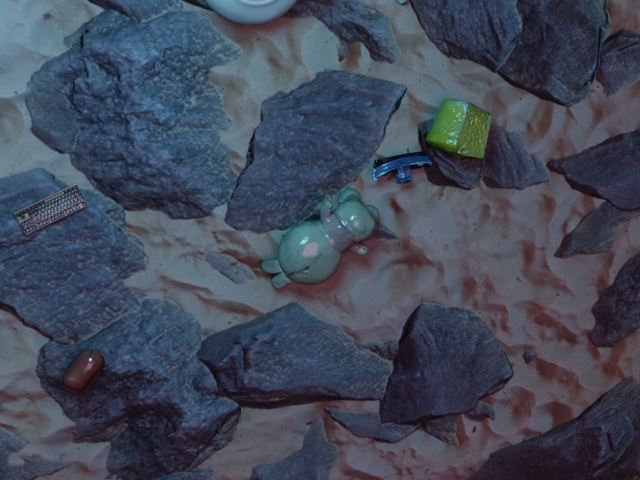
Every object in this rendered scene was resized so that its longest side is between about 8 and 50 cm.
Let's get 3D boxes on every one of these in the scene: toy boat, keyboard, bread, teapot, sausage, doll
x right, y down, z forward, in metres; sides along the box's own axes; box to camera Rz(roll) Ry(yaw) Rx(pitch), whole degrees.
[{"bbox_3d":[0.172,-0.151,1.894,0.137,0.060,0.061,-10,86,-20],"label":"toy boat"},{"bbox_3d":[-0.514,-0.060,1.701,0.129,0.015,0.049,-27,111,-11],"label":"keyboard"},{"bbox_3d":[0.291,-0.233,1.888,0.129,0.111,0.114,17,94,-46],"label":"bread"},{"bbox_3d":[-0.116,-0.502,1.660,0.299,0.166,0.208,15,92,-30],"label":"teapot"},{"bbox_3d":[-0.475,0.257,1.778,0.054,0.059,0.094,40,92,-5],"label":"sausage"},{"bbox_3d":[0.007,0.002,1.848,0.275,0.113,0.155,-38,116,-7],"label":"doll"}]

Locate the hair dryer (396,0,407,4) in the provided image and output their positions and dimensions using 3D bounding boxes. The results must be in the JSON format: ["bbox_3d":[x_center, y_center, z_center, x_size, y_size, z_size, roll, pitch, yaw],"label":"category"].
[{"bbox_3d":[0.129,-0.521,1.791,0.082,0.047,0.137,-47,121,-2],"label":"hair dryer"}]
